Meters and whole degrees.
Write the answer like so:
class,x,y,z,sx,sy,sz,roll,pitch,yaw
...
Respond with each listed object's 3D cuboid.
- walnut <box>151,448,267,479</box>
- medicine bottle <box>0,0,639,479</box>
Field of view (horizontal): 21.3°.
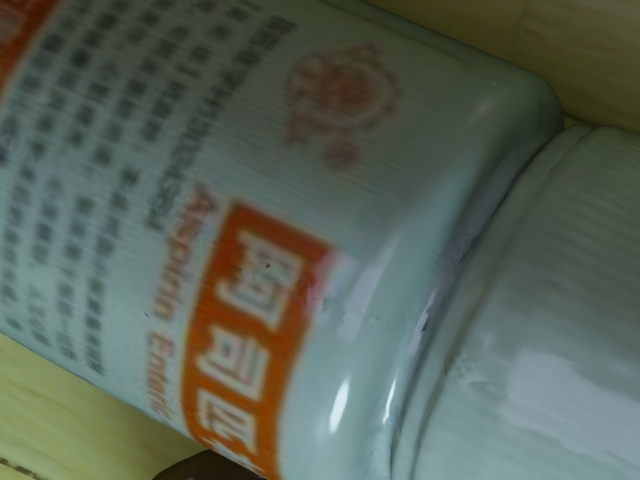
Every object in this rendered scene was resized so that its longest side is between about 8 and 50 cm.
class,x,y,z,sx,sy,sz,roll,pitch,yaw
walnut,-0.020,0.194,0.825,0.213,0.213,0.213,5,104,20
medicine bottle,0.000,0.000,0.750,0.371,0.211,0.211,26,111,19
